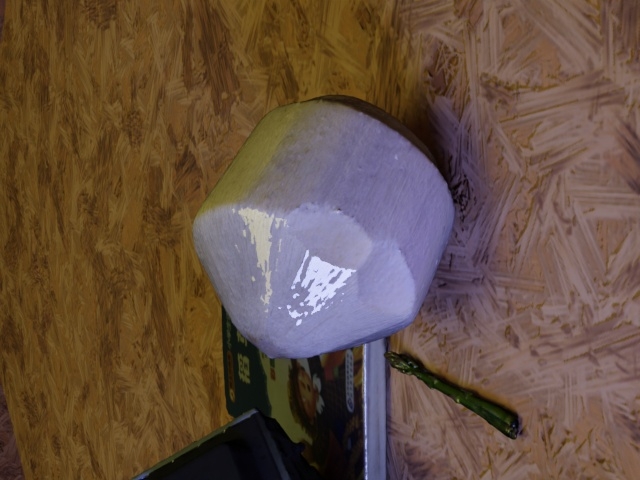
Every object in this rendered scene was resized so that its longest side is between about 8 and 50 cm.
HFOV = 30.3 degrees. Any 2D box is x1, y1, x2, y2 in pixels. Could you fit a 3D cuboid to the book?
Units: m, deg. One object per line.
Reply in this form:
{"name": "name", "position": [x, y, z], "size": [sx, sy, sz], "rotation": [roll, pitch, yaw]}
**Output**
{"name": "book", "position": [-0.033, 0.139, 1.528], "size": [0.428, 0.039, 0.300], "rotation": [18, 111, 61]}

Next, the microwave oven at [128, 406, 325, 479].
{"name": "microwave oven", "position": [-0.038, 0.401, 1.288], "size": [0.286, 0.218, 0.355], "rotation": [61, 179, -37]}

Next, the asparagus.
{"name": "asparagus", "position": [0.131, 0.154, 1.220], "size": [0.023, 0.022, 0.233], "rotation": [46, 168, -30]}

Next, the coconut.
{"name": "coconut", "position": [0.000, 0.000, 1.164], "size": [0.266, 0.237, 0.237], "rotation": [-58, 9, -30]}
